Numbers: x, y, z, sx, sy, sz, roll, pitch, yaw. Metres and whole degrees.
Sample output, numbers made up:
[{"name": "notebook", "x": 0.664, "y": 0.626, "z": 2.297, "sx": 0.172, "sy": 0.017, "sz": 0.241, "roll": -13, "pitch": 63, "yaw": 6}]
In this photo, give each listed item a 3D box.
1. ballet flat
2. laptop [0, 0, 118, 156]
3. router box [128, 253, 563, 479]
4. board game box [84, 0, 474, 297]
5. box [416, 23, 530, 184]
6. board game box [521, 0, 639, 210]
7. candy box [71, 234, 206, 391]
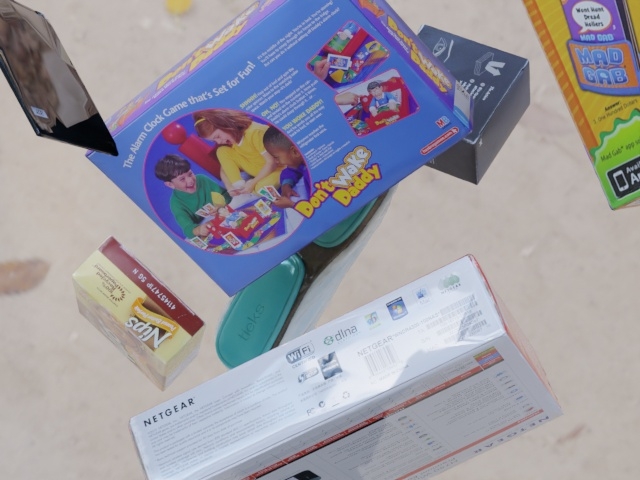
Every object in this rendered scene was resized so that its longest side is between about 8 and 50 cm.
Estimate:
[{"name": "ballet flat", "x": 0.000, "y": 0.000, "z": 1.888, "sx": 0.139, "sy": 0.400, "sz": 0.139, "roll": 28, "pitch": 18, "yaw": -9}, {"name": "laptop", "x": -0.333, "y": -0.166, "z": 1.378, "sx": 0.264, "sy": 0.136, "sz": 0.234, "roll": 7, "pitch": -1, "yaw": 9}, {"name": "router box", "x": 0.036, "y": 0.164, "z": 1.397, "sx": 0.082, "sy": 0.335, "sz": 0.301, "roll": 67, "pitch": 8, "yaw": 25}, {"name": "board game box", "x": -0.044, "y": -0.120, "z": 1.609, "sx": 0.233, "sy": 0.347, "sz": 0.078, "roll": 46, "pitch": 27, "yaw": -20}, {"name": "box", "x": 0.168, "y": -0.177, "z": 1.951, "sx": 0.158, "sy": 0.093, "sz": 0.156, "roll": 23, "pitch": 61, "yaw": 23}, {"name": "board game box", "x": 0.414, "y": -0.270, "z": 1.353, "sx": 0.356, "sy": 0.356, "sz": 0.356, "roll": -10, "pitch": 75, "yaw": -52}, {"name": "candy box", "x": -0.264, "y": 0.112, "z": 2.187, "sx": 0.183, "sy": 0.316, "sz": 0.087, "roll": 44, "pitch": 77, "yaw": 3}]
